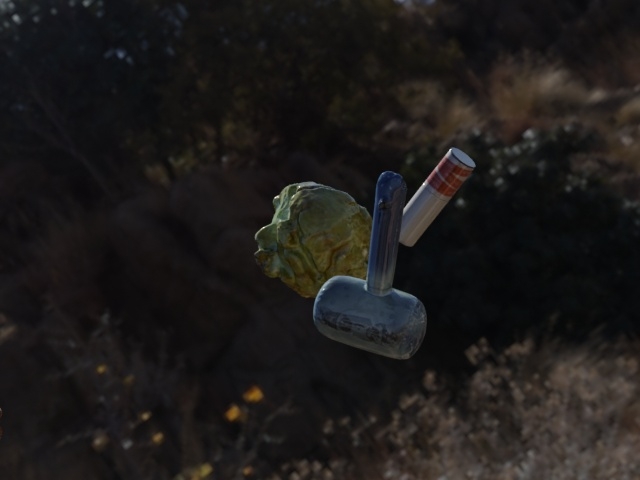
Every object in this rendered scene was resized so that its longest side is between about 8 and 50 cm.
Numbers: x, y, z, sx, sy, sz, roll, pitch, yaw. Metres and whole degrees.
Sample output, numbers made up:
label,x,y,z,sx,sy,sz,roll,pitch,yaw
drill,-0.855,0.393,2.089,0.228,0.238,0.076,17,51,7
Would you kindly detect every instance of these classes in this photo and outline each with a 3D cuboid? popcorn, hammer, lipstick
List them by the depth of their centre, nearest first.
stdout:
label,x,y,z,sx,sy,sz,roll,pitch,yaw
hammer,0.057,0.022,1.282,0.069,0.116,0.194,-41,-37,-57
lipstick,0.136,-0.052,1.569,0.130,0.038,0.038,-53,-12,23
popcorn,0.000,0.000,2.118,0.183,0.204,0.221,-50,4,9

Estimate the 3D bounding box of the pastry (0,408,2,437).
label,x,y,z,sx,sy,sz,roll,pitch,yaw
pastry,-0.481,0.220,1.601,0.063,0.169,0.087,151,140,-85
